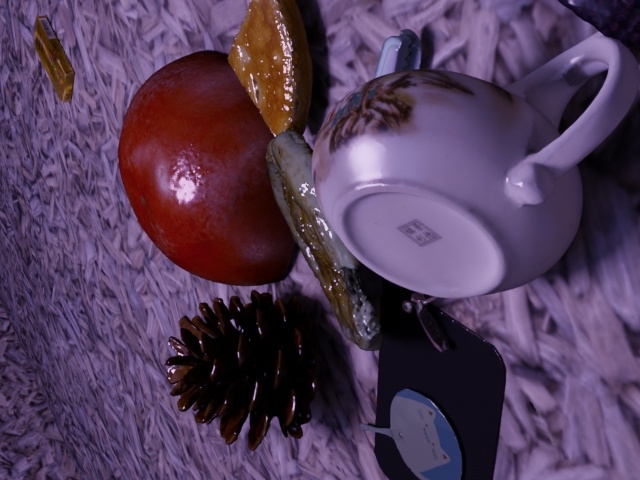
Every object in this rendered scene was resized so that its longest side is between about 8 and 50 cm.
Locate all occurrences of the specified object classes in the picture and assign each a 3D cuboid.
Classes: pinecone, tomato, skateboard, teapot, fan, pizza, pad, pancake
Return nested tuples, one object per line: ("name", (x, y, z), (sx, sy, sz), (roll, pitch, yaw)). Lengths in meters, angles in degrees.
("pinecone", (-0.097, 0.156, 0.973), (0.208, 0.208, 0.208), (33, 132, 47))
("tomato", (-0.168, -0.077, 1.018), (0.338, 0.144, 0.338), (37, 136, 47))
("skateboard", (0.119, 0.067, 0.736), (0.064, 0.032, 0.083), (59, 146, 7))
("teapot", (0.103, -0.049, 0.592), (0.204, 0.139, 0.298), (43, 146, -23))
("fan", (0.095, 0.215, 0.865), (0.175, 0.005, 0.113), (-9, 98, 57))
("pizza", (-0.049, -0.201, 0.852), (0.134, 0.046, 0.175), (33, 131, 46))
("pad", (0.116, 0.187, 0.828), (0.181, 0.004, 0.267), (34, 132, 46))
("pancake", (0.000, 0.000, 0.804), (0.253, 0.037, 0.253), (63, 172, 17))

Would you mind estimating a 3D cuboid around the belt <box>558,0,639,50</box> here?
("belt", (0.156, -0.211, 0.393), (0.289, 0.184, 0.164), (64, 153, 24))

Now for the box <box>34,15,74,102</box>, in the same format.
("box", (-0.528, -0.359, 1.558), (0.156, 0.022, 0.089), (61, 148, 18))

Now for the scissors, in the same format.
("scissors", (0.058, -0.083, 0.756), (0.125, 0.030, 0.256), (46, 143, 35))
